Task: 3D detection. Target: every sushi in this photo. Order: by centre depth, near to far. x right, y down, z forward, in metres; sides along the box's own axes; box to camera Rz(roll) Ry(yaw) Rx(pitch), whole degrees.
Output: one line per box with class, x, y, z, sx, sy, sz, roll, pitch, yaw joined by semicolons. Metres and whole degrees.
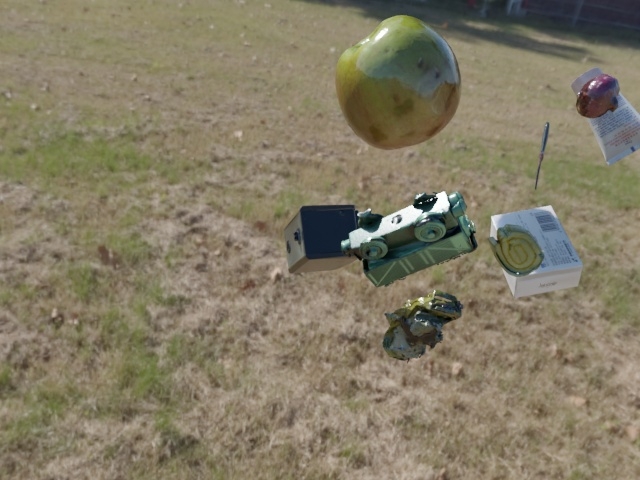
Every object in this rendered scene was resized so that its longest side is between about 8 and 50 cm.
sushi;0.268;0.244;1.549;0.139;0.291;0.131;22;49;-16

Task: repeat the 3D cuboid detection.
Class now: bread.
bread;0.537;0.024;1.509;0.156;0.117;0.064;53;26;-14

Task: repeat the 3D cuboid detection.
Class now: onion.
onion;0.656;-0.337;1.291;0.097;0.107;0.107;40;40;25

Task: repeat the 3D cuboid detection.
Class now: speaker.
speaker;0.000;0.000;1.590;0.193;0.153;0.231;-4;-12;-16

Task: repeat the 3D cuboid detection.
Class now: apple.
apple;0.194;-0.414;1.442;0.339;0.305;0.338;-28;34;21

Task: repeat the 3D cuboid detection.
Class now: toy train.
toy train;0.179;-0.005;1.122;0.270;0.154;0.115;-24;43;20

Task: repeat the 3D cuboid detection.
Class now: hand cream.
hand cream;0.767;-0.338;1.453;0.083;0.133;0.247;-9;71;-51

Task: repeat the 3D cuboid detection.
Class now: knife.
knife;0.716;-0.277;1.771;0.018;0.035;0.247;9;71;22

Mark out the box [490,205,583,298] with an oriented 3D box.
box;0.687;0.033;1.774;0.203;0.116;0.274;-11;46;5
